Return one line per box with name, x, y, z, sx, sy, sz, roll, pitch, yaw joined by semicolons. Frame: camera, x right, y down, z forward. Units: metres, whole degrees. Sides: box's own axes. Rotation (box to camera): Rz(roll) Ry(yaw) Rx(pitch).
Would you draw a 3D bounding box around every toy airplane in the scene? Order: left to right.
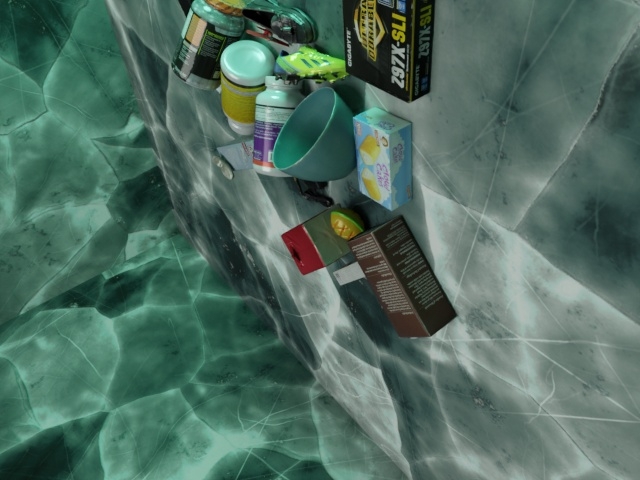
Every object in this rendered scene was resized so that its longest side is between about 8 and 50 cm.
toy airplane;-0.170;-0.669;1.856;0.151;0.151;0.028;39;118;38

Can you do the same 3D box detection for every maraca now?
maraca;0.111;-0.046;2.023;0.185;0.099;0.127;41;166;-24

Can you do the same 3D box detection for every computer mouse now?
computer mouse;-0.046;-0.249;2.140;0.184;0.060;0.262;21;147;48

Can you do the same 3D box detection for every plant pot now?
plant pot;0.017;-0.297;1.759;0.195;0.290;0.290;31;171;-30

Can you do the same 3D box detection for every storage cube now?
storage cube;0.000;0.000;2.146;0.184;0.215;0.193;61;150;-2

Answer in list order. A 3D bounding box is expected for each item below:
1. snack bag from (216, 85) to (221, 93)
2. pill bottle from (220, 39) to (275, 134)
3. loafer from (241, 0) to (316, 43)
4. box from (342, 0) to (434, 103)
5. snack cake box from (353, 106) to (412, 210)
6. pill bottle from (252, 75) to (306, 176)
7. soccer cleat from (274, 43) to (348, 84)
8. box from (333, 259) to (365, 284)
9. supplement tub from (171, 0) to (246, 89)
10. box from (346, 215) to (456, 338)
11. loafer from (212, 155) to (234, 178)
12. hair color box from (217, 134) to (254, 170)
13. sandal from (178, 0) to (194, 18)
snack bag;-0.379;-0.686;2.235;0.342;0.037;0.323;43;153;8
pill bottle;-0.266;-0.540;2.068;0.188;0.188;0.334;52;157;17
loafer;-0.135;-0.678;1.780;0.302;0.095;0.109;41;150;35
box;0.160;-0.534;1.402;0.257;0.079;0.322;38;148;36
snack cake box;0.185;-0.237;1.668;0.152;0.089;0.264;38;148;41
pill bottle;-0.133;-0.386;1.930;0.181;0.181;0.323;25;115;52
soccer cleat;-0.029;-0.538;1.719;0.289;0.093;0.121;11;92;40
box;0.144;0.108;2.162;0.067;0.063;0.324;58;156;1
supplement tub;-0.391;-0.712;2.010;0.193;0.193;0.316;48;125;24
box;0.263;0.125;1.867;0.381;0.143;0.191;63;155;-2
loafer;-0.386;-0.300;2.314;0.125;0.039;0.045;47;122;14
hair color box;-0.245;-0.363;2.233;0.374;0.185;0.114;8;125;60
sandal;-0.490;-0.962;2.167;0.167;0.107;0.446;42;163;32
